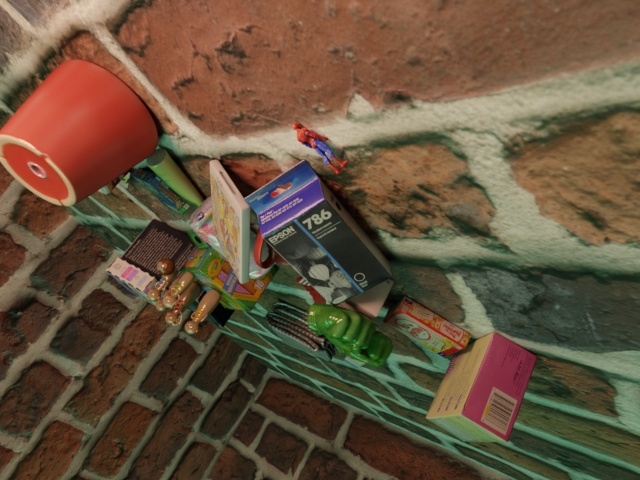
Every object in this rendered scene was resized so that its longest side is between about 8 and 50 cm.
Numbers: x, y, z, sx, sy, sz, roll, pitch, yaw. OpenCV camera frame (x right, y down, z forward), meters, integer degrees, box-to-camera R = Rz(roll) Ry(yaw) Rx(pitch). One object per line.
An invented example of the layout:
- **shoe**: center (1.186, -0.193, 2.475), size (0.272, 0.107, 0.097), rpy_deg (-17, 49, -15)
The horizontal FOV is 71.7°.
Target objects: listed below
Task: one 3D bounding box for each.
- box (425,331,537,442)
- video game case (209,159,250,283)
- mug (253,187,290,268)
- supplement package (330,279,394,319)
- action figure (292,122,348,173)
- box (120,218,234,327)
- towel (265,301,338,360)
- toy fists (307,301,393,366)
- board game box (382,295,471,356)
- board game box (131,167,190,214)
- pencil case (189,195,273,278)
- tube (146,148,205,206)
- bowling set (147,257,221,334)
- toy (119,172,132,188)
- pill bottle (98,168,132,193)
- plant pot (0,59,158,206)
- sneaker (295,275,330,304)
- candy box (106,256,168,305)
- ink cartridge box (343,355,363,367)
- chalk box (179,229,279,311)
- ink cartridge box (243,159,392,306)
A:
- **box**: center (0.391, 0.370, 1.097), size (0.117, 0.213, 0.243), rpy_deg (30, 156, 6)
- **video game case**: center (-0.217, -0.044, 1.054), size (0.206, 0.026, 0.227), rpy_deg (52, 147, 40)
- **mug**: center (-0.091, -0.019, 1.031), size (0.113, 0.150, 0.169), rpy_deg (3, 144, 12)
- **supplement package**: center (0.100, 0.146, 1.155), size (0.105, 0.105, 0.179), rpy_deg (31, 156, 1)
- **action figure**: center (-0.004, -0.166, 0.773), size (0.115, 0.030, 0.038), rpy_deg (39, 151, -3)
- **box**: center (-0.532, 0.133, 1.775), size (0.396, 0.212, 0.293), rpy_deg (23, 155, 21)
- **towel**: center (-0.069, 0.380, 1.799), size (0.284, 0.121, 0.235), rpy_deg (20, 155, 25)
- **toy fists**: center (0.086, 0.245, 1.114), size (0.142, 0.096, 0.279), rpy_deg (2, 149, 36)
- **board game box**: center (0.277, 0.232, 1.179), size (0.194, 0.045, 0.146), rpy_deg (30, 156, 5)
- **board game box**: center (-0.483, -0.149, 1.335), size (0.201, 0.035, 0.136), rpy_deg (22, 157, 51)
- **pencil case**: center (-0.246, -0.008, 1.274), size (0.273, 0.124, 0.113), rpy_deg (48, -169, -30)
- **tube**: center (-0.390, -0.156, 1.234), size (0.062, 0.070, 0.240), rpy_deg (-21, 148, 5)
- **bowling set**: center (-0.478, 0.164, 1.395), size (0.287, 0.154, 0.200), rpy_deg (6, 144, 44)
- **toy**: center (-0.716, -0.266, 1.419), size (0.237, 0.056, 0.137), rpy_deg (33, 153, -15)
- **pill bottle**: center (-0.581, -0.210, 1.238), size (0.086, 0.152, 0.086), rpy_deg (26, 156, 13)
- **plant pot**: center (-0.556, -0.227, 1.002), size (0.275, 0.243, 0.275), rpy_deg (17, 142, 14)
- **sneaker**: center (-0.004, 0.153, 1.352), size (0.128, 0.087, 0.221), rpy_deg (31, 146, 23)
- **candy box**: center (-0.667, 0.161, 1.642), size (0.196, 0.070, 0.164), rpy_deg (22, 154, 24)
- **ink cartridge box**: center (0.145, 0.378, 1.550), size (0.062, 0.104, 0.181), rpy_deg (30, 157, 4)
- **chalk box**: center (-0.320, 0.076, 1.443), size (0.289, 0.179, 0.180), rpy_deg (43, 154, -24)
- **ink cartridge box**: center (0.000, 0.000, 0.946), size (0.165, 0.065, 0.332), rpy_deg (-30, 122, 21)
